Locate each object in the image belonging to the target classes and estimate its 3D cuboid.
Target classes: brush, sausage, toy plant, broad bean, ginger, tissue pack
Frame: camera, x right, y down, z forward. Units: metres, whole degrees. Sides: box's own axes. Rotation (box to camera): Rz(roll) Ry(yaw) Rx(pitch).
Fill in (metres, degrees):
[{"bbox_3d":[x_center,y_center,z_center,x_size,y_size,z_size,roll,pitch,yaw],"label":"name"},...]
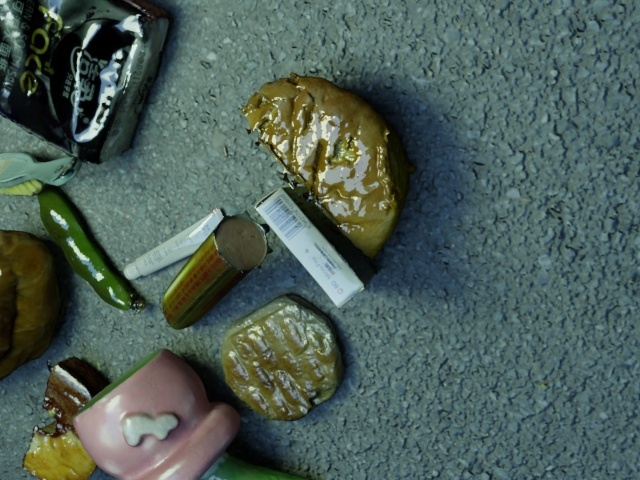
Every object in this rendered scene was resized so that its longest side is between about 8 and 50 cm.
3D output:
[{"bbox_3d":[-0.421,-0.089,1.521,0.297,0.068,0.060,6,141,49],"label":"brush"},{"bbox_3d":[-0.157,0.055,1.421,0.082,0.082,0.371,52,152,1],"label":"sausage"},{"bbox_3d":[-0.212,0.354,1.520,0.317,0.210,0.356,-39,102,-14],"label":"toy plant"},{"bbox_3d":[-0.363,0.018,1.588,0.254,0.046,0.065,52,127,2],"label":"broad bean"},{"bbox_3d":[-0.505,0.132,1.611,0.172,0.165,0.321,34,111,-8],"label":"ginger"},{"bbox_3d":[-0.394,-0.283,1.473,0.332,0.123,0.245,29,116,12],"label":"tissue pack"}]

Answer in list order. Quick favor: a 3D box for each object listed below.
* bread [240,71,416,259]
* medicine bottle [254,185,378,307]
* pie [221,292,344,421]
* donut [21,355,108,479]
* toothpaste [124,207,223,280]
[{"bbox_3d":[0.031,-0.116,1.339,0.147,0.160,0.260,-43,84,17],"label":"bread"},{"bbox_3d":[0.000,0.000,1.353,0.052,0.201,0.171,-41,89,8],"label":"medicine bottle"},{"bbox_3d":[-0.054,0.177,1.512,0.195,0.046,0.195,6,106,21],"label":"pie"},{"bbox_3d":[-0.391,0.296,1.658,0.141,0.085,0.217,31,115,10],"label":"donut"},{"bbox_3d":[-0.214,0.012,1.538,0.190,0.031,0.048,-26,91,23],"label":"toothpaste"}]
